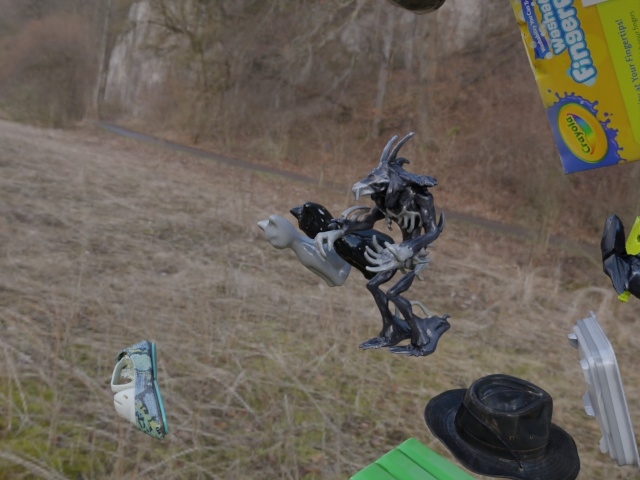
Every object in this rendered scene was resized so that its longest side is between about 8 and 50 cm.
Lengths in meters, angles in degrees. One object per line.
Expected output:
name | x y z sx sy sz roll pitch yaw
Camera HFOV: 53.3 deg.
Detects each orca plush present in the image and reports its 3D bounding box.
orca plush | 0.429 0.033 0.729 0.287 0.102 0.151 28 32 -24

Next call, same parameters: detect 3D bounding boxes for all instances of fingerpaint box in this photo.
fingerpaint box | 0.508 -0.364 0.972 0.371 0.445 0.163 -11 20 41

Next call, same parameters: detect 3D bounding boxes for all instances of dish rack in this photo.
dish rack | 0.627 0.329 1.433 0.072 0.286 0.333 -13 5 16

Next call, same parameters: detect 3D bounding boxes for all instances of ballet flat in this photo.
ballet flat | -0.237 0.197 0.826 0.070 0.070 0.188 9 17 -22

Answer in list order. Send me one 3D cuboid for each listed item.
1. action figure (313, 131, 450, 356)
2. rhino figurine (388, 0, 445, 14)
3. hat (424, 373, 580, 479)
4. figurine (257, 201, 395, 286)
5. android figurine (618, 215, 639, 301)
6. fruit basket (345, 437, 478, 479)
action figure | 0.082 0.008 0.809 0.141 0.276 0.164 -11 7 -25
rhino figurine | 0.047 -0.333 0.708 0.243 0.106 0.073 30 49 15
hat | 0.393 0.361 1.336 0.331 0.134 0.331 11 19 -4
figurine | 0.000 0.000 1.228 0.209 0.092 0.215 32 -25 -26
android figurine | 0.633 -0.008 1.203 0.056 0.273 0.248 29 31 32
fruit basket | 0.131 0.474 0.783 0.392 0.283 0.392 35 15 -11
